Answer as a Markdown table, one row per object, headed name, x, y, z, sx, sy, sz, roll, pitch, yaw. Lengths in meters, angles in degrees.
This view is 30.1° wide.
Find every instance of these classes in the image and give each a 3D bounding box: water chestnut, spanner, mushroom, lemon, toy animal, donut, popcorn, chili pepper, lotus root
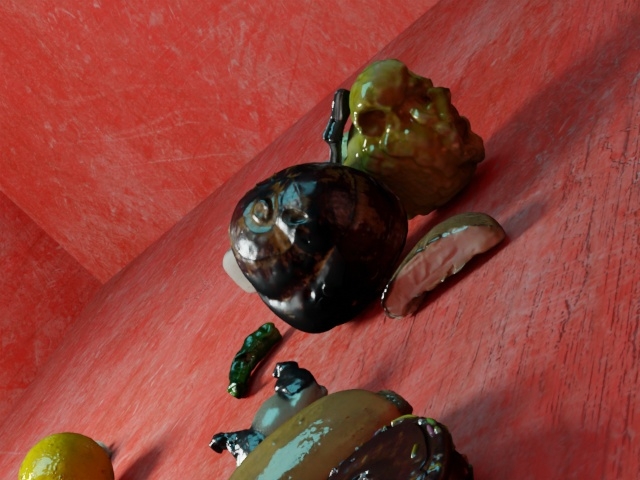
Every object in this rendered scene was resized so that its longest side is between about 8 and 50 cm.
| name | x | y | z | sx | sy | sz | roll | pitch | yaw |
| --- | --- | --- | --- | --- | --- | --- | --- | --- | --- |
| water chestnut | 0.000 | 0.000 | 1.881 | 0.289 | 0.289 | 0.244 | -40 | 9 | 24 |
| spanner | 0.026 | -0.117 | 1.981 | 0.326 | 0.026 | 0.093 | 91 | -160 | -44 |
| mushroom | 0.167 | 0.024 | 1.676 | 0.209 | 0.072 | 0.094 | -40 | 5 | 25 |
| lemon | -0.461 | 0.438 | 2.149 | 0.173 | 0.173 | 0.206 | -39 | 14 | 28 |
| toy animal | -0.070 | 0.274 | 1.623 | 0.225 | 0.094 | 0.121 | -48 | 22 | -18 |
| donut | 0.058 | 0.281 | 1.175 | 0.235 | 0.089 | 0.235 | -43 | 14 | 13 |
| popcorn | 0.155 | -0.154 | 1.928 | 0.286 | 0.225 | 0.174 | 91 | -164 | -51 |
| chili pepper | -0.126 | 0.214 | 2.064 | 0.073 | 0.050 | 0.182 | -27 | 24 | 38 |
| lotus root | -0.022 | 0.276 | 1.347 | 0.303 | 0.131 | 0.146 | -46 | 11 | -1 |

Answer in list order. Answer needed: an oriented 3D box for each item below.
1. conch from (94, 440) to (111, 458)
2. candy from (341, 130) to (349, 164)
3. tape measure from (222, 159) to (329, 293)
| name | x | y | z | sx | sy | sz | roll | pitch | yaw |
| --- | --- | --- | --- | --- | --- | --- | --- | --- | --- |
| conch | -0.499 | 0.471 | 2.406 | 0.155 | 0.130 | 0.207 | 10 | 23 | 35 |
| candy | 0.137 | -0.152 | 2.307 | 0.119 | 0.119 | 0.440 | -47 | 20 | -8 |
| tape measure | -0.064 | -0.017 | 2.421 | 0.258 | 0.130 | 0.265 | -50 | 8 | -30 |
